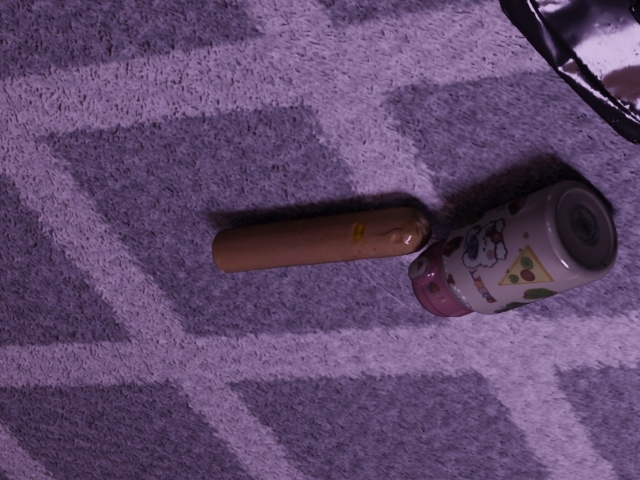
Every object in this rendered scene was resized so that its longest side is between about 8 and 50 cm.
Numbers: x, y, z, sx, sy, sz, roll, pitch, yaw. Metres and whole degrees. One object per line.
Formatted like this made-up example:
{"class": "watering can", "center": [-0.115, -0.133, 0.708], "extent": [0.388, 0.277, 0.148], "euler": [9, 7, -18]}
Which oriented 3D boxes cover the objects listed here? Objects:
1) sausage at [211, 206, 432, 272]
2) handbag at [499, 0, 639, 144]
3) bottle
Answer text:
{"class": "sausage", "center": [0.001, -0.001, 2.158], "extent": [0.301, 0.065, 0.066], "euler": [-4, 136, 34]}
{"class": "handbag", "center": [0.317, -0.215, 1.697], "extent": [0.244, 0.088, 0.275], "euler": [-21, 124, 40]}
{"class": "bottle", "center": [0.207, 0.021, 2.024], "extent": [0.120, 0.120, 0.253], "euler": [42, 140, -23]}
